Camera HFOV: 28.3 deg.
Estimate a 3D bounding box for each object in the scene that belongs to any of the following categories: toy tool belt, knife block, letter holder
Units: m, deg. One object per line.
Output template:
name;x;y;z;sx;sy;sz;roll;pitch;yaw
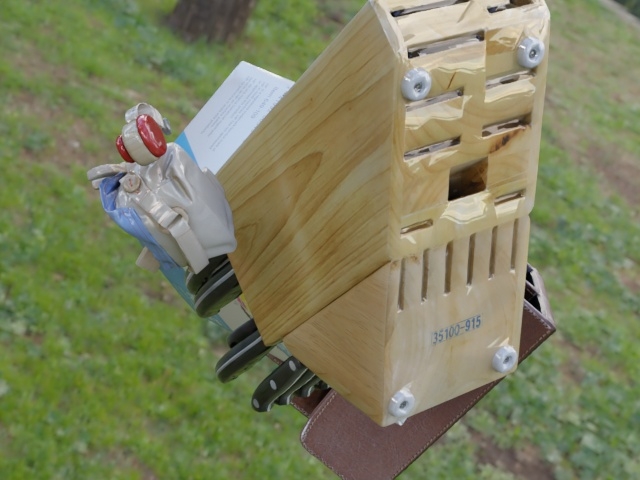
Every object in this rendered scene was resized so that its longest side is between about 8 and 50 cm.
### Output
toy tool belt;-0.076;-0.016;0.553;0.083;0.051;0.052;51;18;-47
knife block;-0.002;-0.026;0.664;0.088;0.276;0.242;-18;34;-30
letter holder;0.081;0.105;1.452;0.214;0.302;0.152;40;19;-12

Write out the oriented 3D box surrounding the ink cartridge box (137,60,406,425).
ink cartridge box;0.000;0.000;1.180;0.270;0.198;0.197;26;-20;33
